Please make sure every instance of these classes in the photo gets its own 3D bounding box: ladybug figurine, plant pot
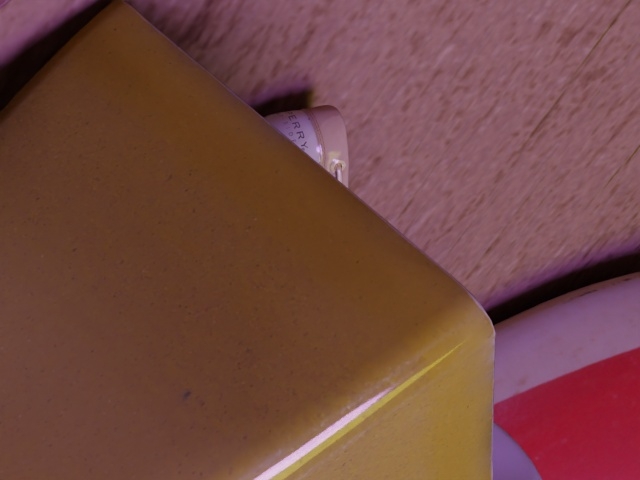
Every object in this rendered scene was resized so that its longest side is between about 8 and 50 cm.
[{"bbox_3d":[0.141,0.188,1.032,0.449,0.162,0.305,-33,137,-1],"label":"ladybug figurine"},{"bbox_3d":[-0.073,0.076,0.649,0.187,0.212,0.212,-37,150,-19],"label":"plant pot"}]

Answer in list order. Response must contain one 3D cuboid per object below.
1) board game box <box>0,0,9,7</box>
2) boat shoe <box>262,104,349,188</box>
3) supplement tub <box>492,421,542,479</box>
[{"bbox_3d":[-0.118,-0.141,0.488,0.281,0.027,0.145,-38,126,7],"label":"board game box"},{"bbox_3d":[0.000,0.000,0.785,0.059,0.063,0.170,-22,145,-7],"label":"boat shoe"},{"bbox_3d":[0.012,0.178,0.847,0.144,0.144,0.200,5,122,-44],"label":"supplement tub"}]
